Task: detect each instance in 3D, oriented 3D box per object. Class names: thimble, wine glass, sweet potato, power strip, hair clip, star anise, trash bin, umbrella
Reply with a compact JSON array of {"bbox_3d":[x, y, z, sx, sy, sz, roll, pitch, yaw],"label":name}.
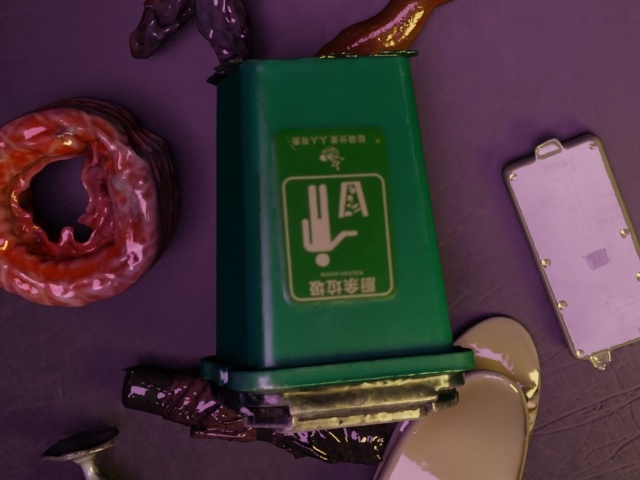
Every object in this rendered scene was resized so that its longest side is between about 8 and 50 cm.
[{"bbox_3d":[-0.280,-0.043,1.431,0.239,0.162,0.239,2,102,7],"label":"thimble"},{"bbox_3d":[-0.261,0.343,1.536,0.103,0.103,0.222,-15,99,9],"label":"wine glass"},{"bbox_3d":[0.076,-0.237,1.407,0.202,0.055,0.058,-33,131,9],"label":"sweet potato"},{"bbox_3d":[0.301,0.010,1.432,0.118,0.046,0.270,-21,97,8],"label":"power strip"},{"bbox_3d":[0.168,0.231,1.468,0.173,0.113,0.282,19,108,3],"label":"hair clip"},{"bbox_3d":[-0.136,-0.295,1.387,0.199,0.110,0.257,-1,114,-4],"label":"star anise"},{"bbox_3d":[0.000,0.000,1.350,0.259,0.295,0.381,-3,89,-15],"label":"trash bin"},{"bbox_3d":[-0.081,0.203,1.494,0.326,0.094,0.090,11,88,4],"label":"umbrella"}]
